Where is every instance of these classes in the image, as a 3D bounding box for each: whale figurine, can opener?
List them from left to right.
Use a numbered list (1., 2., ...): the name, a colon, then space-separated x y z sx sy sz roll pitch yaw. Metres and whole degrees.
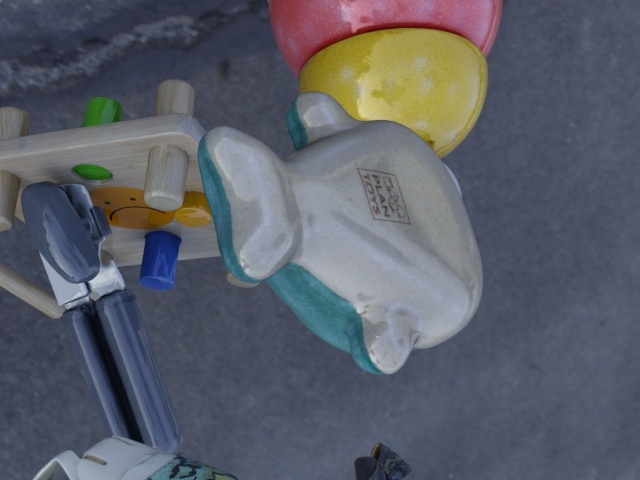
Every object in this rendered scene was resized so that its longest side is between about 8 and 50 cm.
1. can opener: -0.218 0.080 1.091 0.284 0.076 0.095 70 20 3
2. whale figurine: 0.000 0.000 0.820 0.141 0.216 0.272 -28 160 32

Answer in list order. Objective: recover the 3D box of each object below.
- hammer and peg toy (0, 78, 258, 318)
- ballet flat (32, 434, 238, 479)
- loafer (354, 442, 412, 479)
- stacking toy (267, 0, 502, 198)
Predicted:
1. hammer and peg toy: -0.238 -0.034 1.182 0.266 0.361 0.127 49 39 -57
2. ballet flat: -0.118 0.139 0.619 0.070 0.188 0.070 23 54 -36
3. loafer: 0.065 0.323 1.566 0.062 0.061 0.170 -43 169 19
4. stacking toy: 0.073 -0.197 1.286 0.350 0.350 0.480 18 63 -47
